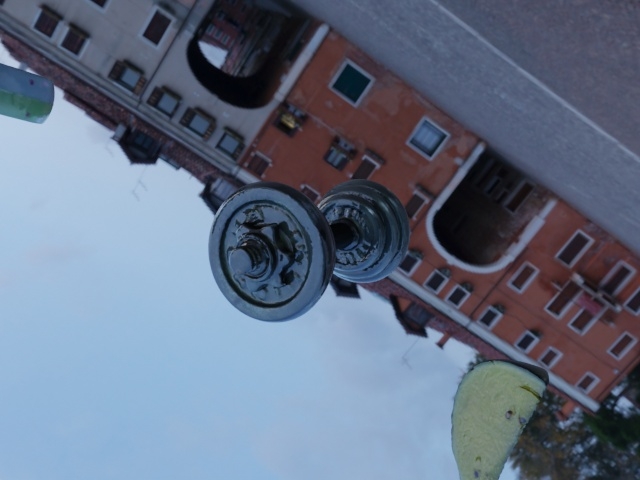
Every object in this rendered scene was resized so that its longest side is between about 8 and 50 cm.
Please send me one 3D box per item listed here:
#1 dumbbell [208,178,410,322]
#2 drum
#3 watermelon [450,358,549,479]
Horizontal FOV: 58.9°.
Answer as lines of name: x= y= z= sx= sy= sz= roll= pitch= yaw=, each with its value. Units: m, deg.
dumbbell: x=0.000 y=0.000 z=0.819 sx=0.179 sy=0.179 sz=0.406 roll=40 pitch=-158 yaw=17
drum: x=-0.390 y=-0.174 z=0.576 sx=0.253 sy=0.049 sz=0.130 roll=18 pitch=-174 yaw=13
watermelon: x=0.184 y=0.192 z=0.627 sx=0.075 sy=0.181 sz=0.092 roll=21 pitch=-153 yaw=12
